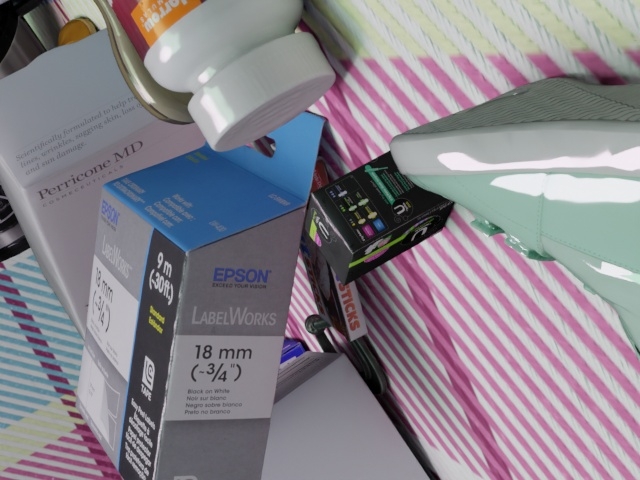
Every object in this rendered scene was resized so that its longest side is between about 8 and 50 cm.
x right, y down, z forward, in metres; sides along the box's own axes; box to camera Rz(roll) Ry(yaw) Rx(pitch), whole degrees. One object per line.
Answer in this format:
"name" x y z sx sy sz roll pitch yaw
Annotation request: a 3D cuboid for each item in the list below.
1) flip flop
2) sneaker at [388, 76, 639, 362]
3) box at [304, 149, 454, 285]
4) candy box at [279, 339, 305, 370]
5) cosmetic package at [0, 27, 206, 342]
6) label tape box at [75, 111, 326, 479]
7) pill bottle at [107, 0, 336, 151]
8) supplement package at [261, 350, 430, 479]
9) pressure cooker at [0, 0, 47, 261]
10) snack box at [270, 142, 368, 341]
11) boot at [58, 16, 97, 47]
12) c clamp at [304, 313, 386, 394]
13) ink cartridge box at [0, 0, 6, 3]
"flip flop" -0.159 -0.233 1.020 0.080 0.112 0.277 -23 94 48
"sneaker" 0.121 0.007 0.542 0.256 0.094 0.151 16 127 65
"box" 0.039 -0.019 0.785 0.052 0.083 0.062 56 164 16
"candy box" -0.034 0.283 1.482 0.317 0.122 0.268 63 165 -4
"cosmetic package" -0.240 -0.051 1.371 0.156 0.217 0.385 52 165 26
"label tape box" -0.117 0.034 1.027 0.241 0.106 0.333 31 114 60
"pill bottle" -0.088 -0.181 0.825 0.221 0.121 0.121 59 164 6
"supplement package" -0.003 0.272 1.181 0.261 0.204 0.145 57 165 -5
"pressure cooker" -0.577 -0.204 1.759 0.376 0.369 0.420 0 139 26
"snack box" 0.000 0.000 1.033 0.064 0.022 0.178 36 146 57
"boot" -0.356 -0.184 1.494 0.295 0.211 0.104 37 152 55
"c clamp" 0.020 0.096 1.177 0.137 0.022 0.160 54 163 3
"ink cartridge box" -0.206 -0.296 0.864 0.224 0.045 0.223 -88 13 -69
